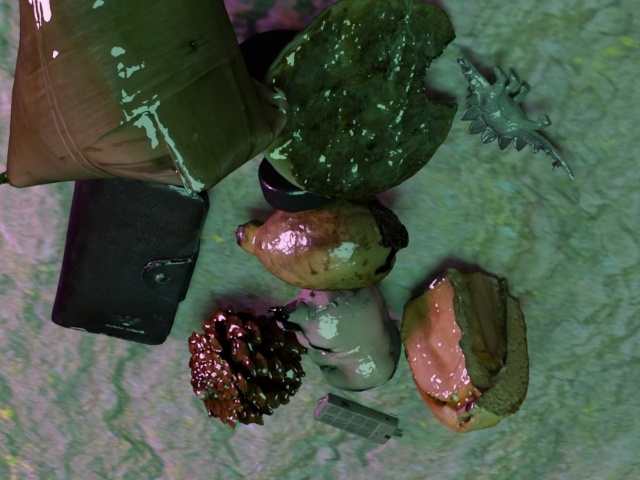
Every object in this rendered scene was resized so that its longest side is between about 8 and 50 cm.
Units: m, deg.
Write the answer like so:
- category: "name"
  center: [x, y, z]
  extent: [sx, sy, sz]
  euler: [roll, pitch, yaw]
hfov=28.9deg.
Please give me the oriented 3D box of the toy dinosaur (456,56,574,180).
- category: "toy dinosaur"
  center: [0.214, -0.132, 1.381]
  extent: [0.082, 0.039, 0.209]
  euler: [-33, 121, 32]

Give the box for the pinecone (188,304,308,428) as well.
- category: "pinecone"
  center: [-0.092, 0.162, 1.626]
  extent: [0.173, 0.173, 0.173]
  euler: [4, 133, 4]

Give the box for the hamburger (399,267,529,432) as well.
- category: "hamburger"
  center: [0.185, 0.158, 1.546]
  extent: [0.135, 0.207, 0.155]
  euler: [14, 134, -30]

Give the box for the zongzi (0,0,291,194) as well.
- category: "zongzi"
  center: [-0.261, -0.257, 1.224]
  extent: [0.418, 0.181, 0.447]
  euler: [-5, 108, 41]

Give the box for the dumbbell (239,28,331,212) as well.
- category: "dumbbell"
  center: [-0.035, -0.131, 1.375]
  extent: [0.100, 0.100, 0.191]
  euler: [-3, 133, 10]

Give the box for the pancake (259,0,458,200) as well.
- category: "pancake"
  center: [0.042, -0.151, 1.313]
  extent: [0.253, 0.037, 0.253]
  euler: [-16, 129, -21]

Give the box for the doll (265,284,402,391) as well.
- category: "doll"
  center: [0.032, 0.114, 1.582]
  extent: [0.149, 0.095, 0.192]
  euler: [-33, 120, -5]

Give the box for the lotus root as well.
- category: "lotus root"
  center: [0.000, 0.000, 1.478]
  extent: [0.214, 0.138, 0.138]
  euler: [-2, 135, 31]

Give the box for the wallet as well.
- category: "wallet"
  center: [-0.247, 0.022, 1.584]
  extent: [0.172, 0.045, 0.318]
  euler: [16, 134, -6]

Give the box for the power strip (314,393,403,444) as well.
- category: "power strip"
  center: [0.058, 0.260, 1.786]
  extent: [0.136, 0.019, 0.051]
  euler: [23, 130, -14]
